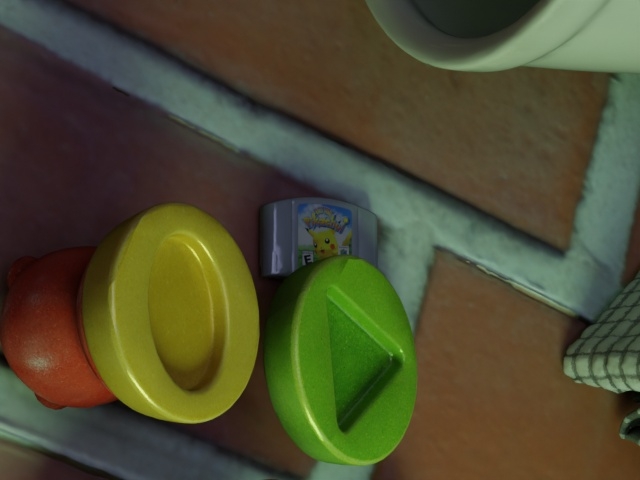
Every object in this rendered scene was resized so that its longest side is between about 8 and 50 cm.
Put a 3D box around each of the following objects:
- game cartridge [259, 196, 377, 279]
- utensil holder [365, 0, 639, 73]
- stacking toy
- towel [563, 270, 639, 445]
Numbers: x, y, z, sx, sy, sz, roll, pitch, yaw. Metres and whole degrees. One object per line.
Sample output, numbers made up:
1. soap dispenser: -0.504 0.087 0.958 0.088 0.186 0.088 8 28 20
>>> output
1. game cartridge: 0.000 0.000 1.028 0.083 0.017 0.056 5 74 -27
2. utensil holder: 0.258 -0.262 1.041 0.386 0.328 0.327 2 79 -28
3. stacking toy: -0.063 0.141 0.945 0.279 0.130 0.308 1 81 -54
4. towel: 0.340 0.040 1.075 0.284 0.235 0.121 -43 106 -27
